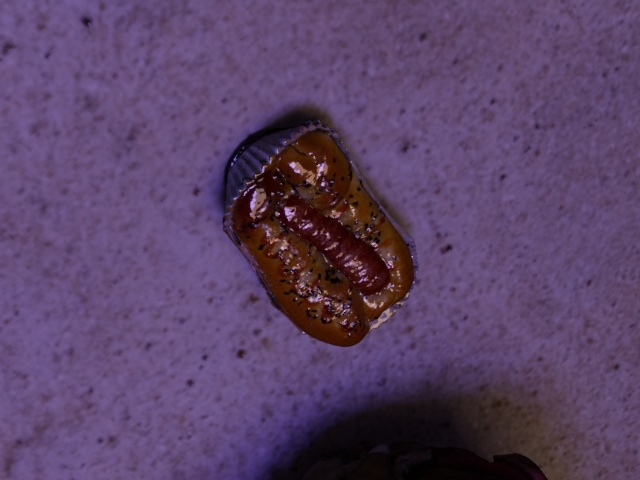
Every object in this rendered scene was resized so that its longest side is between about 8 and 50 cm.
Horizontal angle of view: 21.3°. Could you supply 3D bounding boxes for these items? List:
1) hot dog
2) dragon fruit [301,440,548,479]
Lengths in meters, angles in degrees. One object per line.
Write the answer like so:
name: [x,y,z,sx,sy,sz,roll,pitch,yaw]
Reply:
hot dog: [0.000,0.000,1.178,0.108,0.059,0.191,-41,131,-4]
dragon fruit: [0.089,0.309,1.273,0.329,0.329,0.329,-15,128,-20]
